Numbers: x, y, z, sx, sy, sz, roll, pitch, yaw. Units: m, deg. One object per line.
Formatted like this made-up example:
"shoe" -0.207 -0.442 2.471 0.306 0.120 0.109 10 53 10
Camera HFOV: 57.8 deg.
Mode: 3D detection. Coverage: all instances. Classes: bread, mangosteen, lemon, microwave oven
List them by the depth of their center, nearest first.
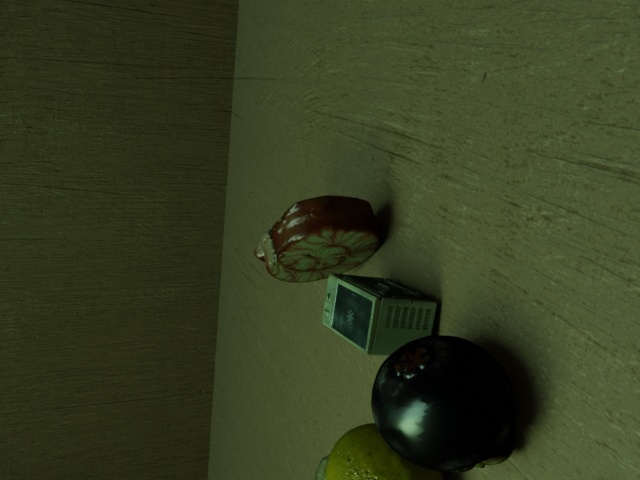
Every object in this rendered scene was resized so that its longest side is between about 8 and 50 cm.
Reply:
"mangosteen" 0.246 0.330 1.111 0.302 0.275 0.275 58 165 -21
"lemon" 0.140 0.544 1.305 0.310 0.258 0.258 38 126 56
"microwave oven" 0.139 0.170 1.372 0.240 0.194 0.145 -159 75 -64
"bread" 0.004 -0.001 1.530 0.327 0.295 0.114 -46 49 50

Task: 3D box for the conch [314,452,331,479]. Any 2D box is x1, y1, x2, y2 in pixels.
"conch" 0.073 0.722 1.553 0.263 0.186 0.324 41 103 43
